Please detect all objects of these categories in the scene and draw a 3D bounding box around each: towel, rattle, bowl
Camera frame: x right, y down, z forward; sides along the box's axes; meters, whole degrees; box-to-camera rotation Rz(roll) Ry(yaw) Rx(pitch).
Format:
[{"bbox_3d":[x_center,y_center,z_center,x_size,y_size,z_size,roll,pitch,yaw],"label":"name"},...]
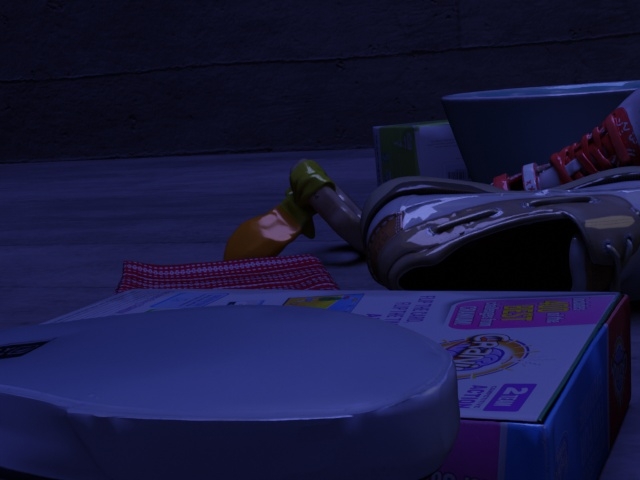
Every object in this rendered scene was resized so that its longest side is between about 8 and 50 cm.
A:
[{"bbox_3d":[-0.084,0.042,0.983,0.199,0.031,0.275,-4,8,-6],"label":"towel"},{"bbox_3d":[0.000,0.000,1.237,0.130,0.142,0.200,31,1,13],"label":"rattle"},{"bbox_3d":[0.286,-0.083,1.212,0.312,0.163,0.311,-3,8,0],"label":"bowl"}]

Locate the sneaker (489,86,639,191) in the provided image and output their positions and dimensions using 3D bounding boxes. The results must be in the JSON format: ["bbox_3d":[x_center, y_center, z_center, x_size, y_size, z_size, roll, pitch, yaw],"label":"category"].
[{"bbox_3d":[0.221,-0.047,0.950,0.145,0.090,0.270,-8,-25,-5],"label":"sneaker"}]

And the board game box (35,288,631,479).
[{"bbox_3d":[-0.019,0.079,0.579,0.317,0.064,0.242,0,9,23],"label":"board game box"}]

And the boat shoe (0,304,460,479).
[{"bbox_3d":[-0.091,0.090,0.406,0.306,0.104,0.113,-7,10,24],"label":"boat shoe"}]

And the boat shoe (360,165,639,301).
[{"bbox_3d":[0.184,0.014,0.845,0.302,0.113,0.103,-2,29,-3],"label":"boat shoe"}]

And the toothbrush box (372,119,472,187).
[{"bbox_3d":[0.195,-0.100,1.494,0.206,0.122,0.283,-5,7,-7],"label":"toothbrush box"}]
